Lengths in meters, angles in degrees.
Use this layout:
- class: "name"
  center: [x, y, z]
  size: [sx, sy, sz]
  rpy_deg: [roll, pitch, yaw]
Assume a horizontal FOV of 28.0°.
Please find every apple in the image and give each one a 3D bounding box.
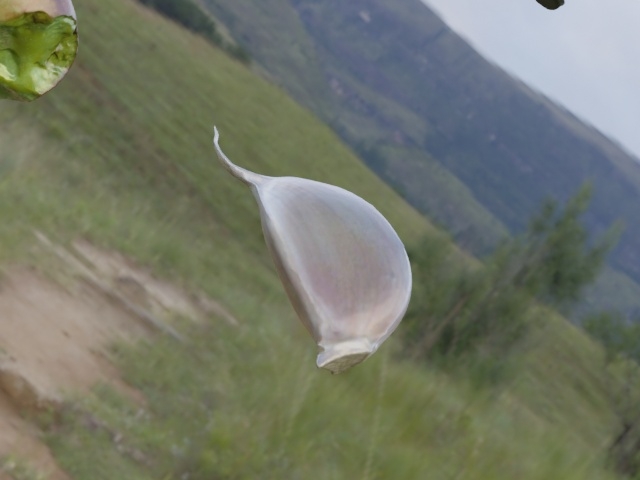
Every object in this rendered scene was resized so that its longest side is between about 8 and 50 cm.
- class: "apple"
  center: [-0.417, -0.271, 1.535]
  size: [0.246, 0.226, 0.246]
  rpy_deg: [158, -90, -81]

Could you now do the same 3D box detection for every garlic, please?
- class: "garlic"
  center: [-0.002, -0.003, 1.266]
  size: [0.266, 0.128, 0.148]
  rpy_deg: [55, 4, 18]

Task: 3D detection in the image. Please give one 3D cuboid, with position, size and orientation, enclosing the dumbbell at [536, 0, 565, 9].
- class: "dumbbell"
  center: [0.187, -0.253, 0.789]
  size: [0.082, 0.253, 0.081]
  rpy_deg: [24, -13, 6]
